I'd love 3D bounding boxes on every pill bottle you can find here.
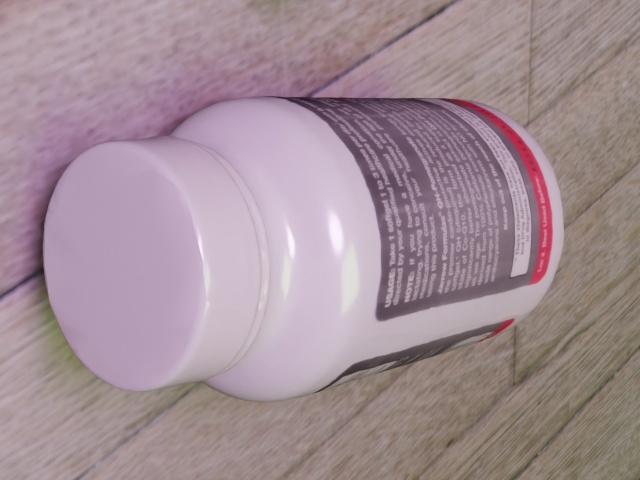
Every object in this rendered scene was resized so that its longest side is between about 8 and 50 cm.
[{"bbox_3d":[0.000,0.000,0.678,0.319,0.176,0.176,-8,120,-49],"label":"pill bottle"}]
